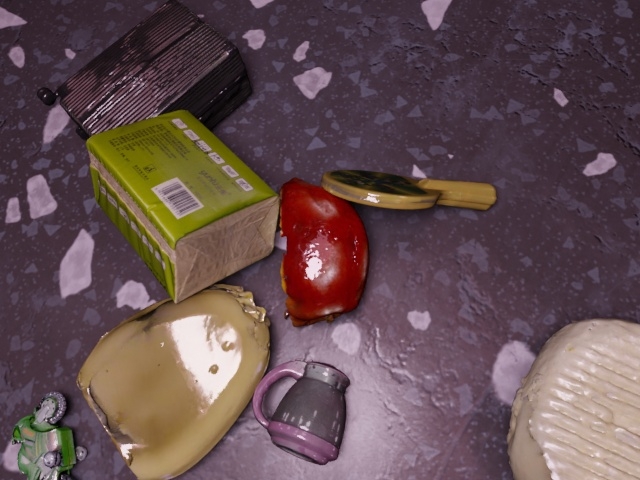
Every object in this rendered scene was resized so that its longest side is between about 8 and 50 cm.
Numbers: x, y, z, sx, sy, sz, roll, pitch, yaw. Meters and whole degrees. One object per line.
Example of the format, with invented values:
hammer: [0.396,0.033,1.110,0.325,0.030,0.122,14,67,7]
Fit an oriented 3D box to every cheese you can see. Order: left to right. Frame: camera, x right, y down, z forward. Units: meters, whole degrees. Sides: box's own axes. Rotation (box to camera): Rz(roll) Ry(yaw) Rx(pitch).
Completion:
cheese: [-0.223,0.204,0.811,0.316,0.128,0.259,-43,82,-5]

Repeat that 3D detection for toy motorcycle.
toy motorcycle: [-0.456,0.352,0.808,0.106,0.074,0.190,-20,71,9]

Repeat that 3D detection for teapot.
teapot: [-0.022,0.265,0.784,0.148,0.116,0.146,2,55,35]

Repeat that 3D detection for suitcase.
suitcase: [-0.328,-0.290,0.965,0.335,0.152,0.229,-44,69,-9]

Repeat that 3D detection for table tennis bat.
table tennis bat: [0.158,-0.088,0.865,0.320,0.198,0.050,3,109,-10]

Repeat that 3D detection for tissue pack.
tissue pack: [-0.234,-0.069,0.836,0.200,0.167,0.274,-28,57,-34]

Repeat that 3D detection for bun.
bun: [0.419,0.299,0.671,0.359,0.211,0.360,-2,60,3]

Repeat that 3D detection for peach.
peach: [0.006,0.002,0.844,0.153,0.159,0.268,-2,69,-2]
